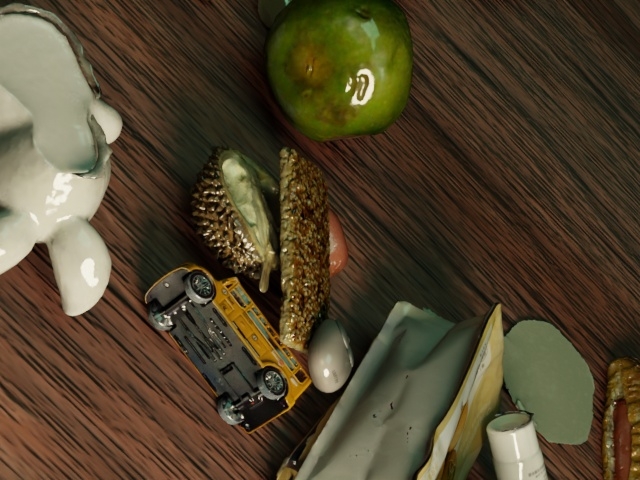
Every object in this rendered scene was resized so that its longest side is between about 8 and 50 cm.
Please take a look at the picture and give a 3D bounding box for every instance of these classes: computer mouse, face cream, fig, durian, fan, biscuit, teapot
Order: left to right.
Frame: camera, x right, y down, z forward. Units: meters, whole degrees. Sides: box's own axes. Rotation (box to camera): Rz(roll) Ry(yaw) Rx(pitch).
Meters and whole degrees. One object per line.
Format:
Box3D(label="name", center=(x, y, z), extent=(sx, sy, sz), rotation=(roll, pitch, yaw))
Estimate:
Box3D(label="durian", center=(-0.094, -0.015, 1.497), extent=(0.148, 0.091, 0.188), rotation=(25, 37, -50))
Box3D(label="teapot", center=(-0.039, -0.313, 1.758), extent=(0.083, 0.057, 0.067), rotation=(-21, 116, -47))
Box3D(label="biscuit", center=(-0.016, 0.015, 1.487), extent=(0.131, 0.025, 0.231), rotation=(36, 51, -67))
Box3D(label="computer mouse", center=(0.016, 0.127, 1.451), extent=(0.096, 0.039, 0.066), rotation=(-63, 143, -55))
Box3D(label="fig", center=(0.050, -0.240, 1.707), extent=(0.206, 0.206, 0.275), rotation=(55, 31, 4))
Box3D(label="fan", center=(0.250, 0.156, 1.717), extent=(0.310, 0.010, 0.182), rotation=(31, 48, -23))
Box3D(label="face cream", center=(0.249, 0.323, 1.546), extent=(0.092, 0.058, 0.244), rotation=(-28, 108, -44))

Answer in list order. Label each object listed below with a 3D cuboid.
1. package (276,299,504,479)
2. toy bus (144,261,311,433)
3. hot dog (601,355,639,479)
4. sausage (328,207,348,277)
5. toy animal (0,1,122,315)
Box3D(label="package", center=(0.085, 0.221, 1.477), extent=(0.165, 0.221, 0.311), rotation=(15, 45, 20))
Box3D(label="toy bus", center=(-0.101, 0.108, 1.425), extent=(0.194, 0.083, 0.088), rotation=(54, 36, -2))
Box3D(label="hot dog", center=(0.419, 0.282, 1.734), extent=(0.083, 0.068, 0.289), rotation=(32, 47, -28))
Box3D(label="sausage", center=(0.000, 0.000, 1.585), extent=(0.054, 0.059, 0.094), rotation=(-2, 65, -38))
Box3D(label="toy animal", center=(-0.307, -0.094, 1.342), extent=(0.208, 0.154, 0.325), rotation=(10, 63, -26))
